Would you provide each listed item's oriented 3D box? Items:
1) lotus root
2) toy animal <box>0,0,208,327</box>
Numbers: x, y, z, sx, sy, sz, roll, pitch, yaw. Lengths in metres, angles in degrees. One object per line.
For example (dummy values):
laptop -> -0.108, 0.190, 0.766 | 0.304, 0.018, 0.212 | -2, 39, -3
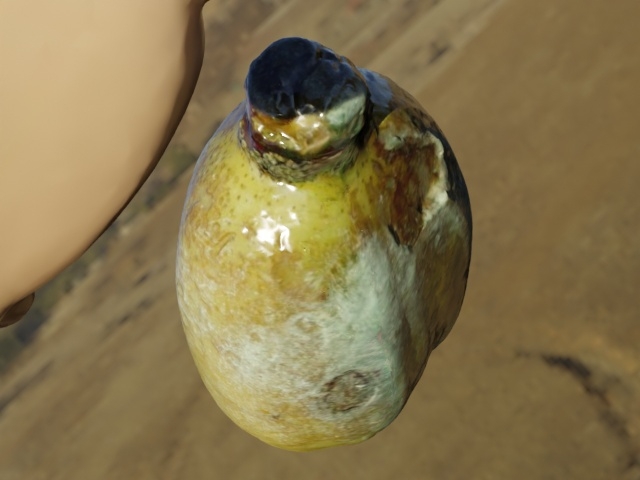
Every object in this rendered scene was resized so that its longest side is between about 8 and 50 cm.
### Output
lotus root -> 0.000, 0.000, 0.653 | 0.113, 0.088, 0.192 | -52, -25, -23
toy animal -> -0.126, -0.058, 0.390 | 0.171, 0.171, 0.198 | -43, 47, -12
